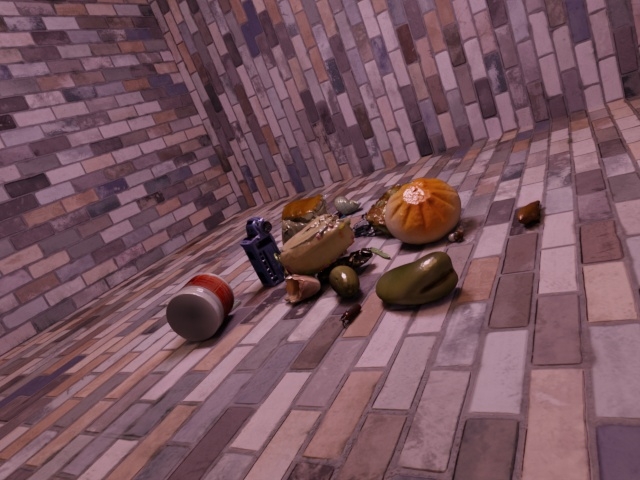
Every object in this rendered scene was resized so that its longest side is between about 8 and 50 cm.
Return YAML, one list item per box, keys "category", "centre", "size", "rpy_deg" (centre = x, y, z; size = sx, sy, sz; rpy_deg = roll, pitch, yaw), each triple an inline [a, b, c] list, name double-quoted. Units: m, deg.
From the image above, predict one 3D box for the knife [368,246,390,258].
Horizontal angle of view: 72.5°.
- category: "knife"
  centre: [0.235, 0.047, 1.730]
  size: [0.030, 0.014, 0.207]
  rpy_deg: [-27, 15, -11]

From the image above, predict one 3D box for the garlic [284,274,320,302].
- category: "garlic"
  centre: [-0.077, 0.166, 1.610]
  size: [0.124, 0.098, 0.175]
  rpy_deg: [-14, 9, -27]

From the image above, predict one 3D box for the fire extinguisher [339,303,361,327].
- category: "fire extinguisher"
  centre: [0.080, 0.222, 1.308]
  size: [0.046, 0.032, 0.100]
  rpy_deg: [4, 22, 37]

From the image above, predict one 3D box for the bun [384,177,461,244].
- category: "bun"
  centre: [0.381, -0.135, 1.663]
  size: [0.299, 0.164, 0.298]
  rpy_deg: [-15, 45, 16]

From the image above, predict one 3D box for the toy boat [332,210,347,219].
- category: "toy boat"
  centre: [0.000, 0.000, 1.992]
  size: [0.392, 0.079, 0.136]
  rpy_deg: [-45, 25, -27]

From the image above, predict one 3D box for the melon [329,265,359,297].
- category: "melon"
  centre: [0.081, 0.138, 1.465]
  size: [0.099, 0.099, 0.162]
  rpy_deg: [-24, 17, -7]

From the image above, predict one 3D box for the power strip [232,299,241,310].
- category: "power strip"
  centre: [-0.362, 0.271, 1.781]
  size: [0.040, 0.016, 0.090]
  rpy_deg: [-10, 19, 36]

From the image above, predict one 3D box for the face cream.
- category: "face cream"
  centre: [-0.444, 0.244, 1.633]
  size: [0.201, 0.200, 0.187]
  rpy_deg: [-18, 16, 14]

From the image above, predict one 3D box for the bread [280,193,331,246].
- category: "bread"
  centre: [-0.081, -0.083, 2.208]
  size: [0.251, 0.224, 0.279]
  rpy_deg: [-13, 21, 25]

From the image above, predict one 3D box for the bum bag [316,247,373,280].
- category: "bum bag"
  centre: [0.087, 0.099, 1.654]
  size: [0.248, 0.069, 0.102]
  rpy_deg: [-29, 26, 24]

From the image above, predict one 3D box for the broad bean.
- category: "broad bean"
  centre: [0.273, 0.123, 1.271]
  size: [0.189, 0.121, 0.263]
  rpy_deg: [-40, 8, -36]

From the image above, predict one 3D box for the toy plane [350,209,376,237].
- category: "toy plane"
  centre: [0.184, -0.061, 2.045]
  size: [0.247, 0.078, 0.169]
  rpy_deg: [-20, 43, 18]

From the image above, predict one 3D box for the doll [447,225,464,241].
- category: "doll"
  centre: [0.495, -0.022, 1.566]
  size: [0.085, 0.040, 0.058]
  rpy_deg: [-32, 8, -30]

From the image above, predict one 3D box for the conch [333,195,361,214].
- category: "conch"
  centre: [0.153, -0.201, 2.529]
  size: [0.154, 0.102, 0.135]
  rpy_deg: [21, 21, 19]

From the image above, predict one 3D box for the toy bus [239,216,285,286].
- category: "toy bus"
  centre: [-0.246, 0.048, 1.864]
  size: [0.133, 0.291, 0.126]
  rpy_deg: [-36, 20, -32]

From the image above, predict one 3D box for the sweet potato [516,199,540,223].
- category: "sweet potato"
  centre: [0.713, -0.095, 1.483]
  size: [0.068, 0.059, 0.206]
  rpy_deg: [30, 40, 22]

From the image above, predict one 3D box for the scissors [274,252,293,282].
- category: "scissors"
  centre: [-0.133, 0.131, 1.775]
  size: [0.020, 0.134, 0.187]
  rpy_deg: [-43, 30, 11]

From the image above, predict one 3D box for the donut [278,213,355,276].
- category: "donut"
  centre: [-0.017, 0.020, 1.738]
  size: [0.307, 0.150, 0.371]
  rpy_deg: [-37, 10, -5]

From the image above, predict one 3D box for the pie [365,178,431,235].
- category: "pie"
  centre: [0.371, -0.145, 1.890]
  size: [0.355, 0.102, 0.288]
  rpy_deg: [-9, 40, 34]
